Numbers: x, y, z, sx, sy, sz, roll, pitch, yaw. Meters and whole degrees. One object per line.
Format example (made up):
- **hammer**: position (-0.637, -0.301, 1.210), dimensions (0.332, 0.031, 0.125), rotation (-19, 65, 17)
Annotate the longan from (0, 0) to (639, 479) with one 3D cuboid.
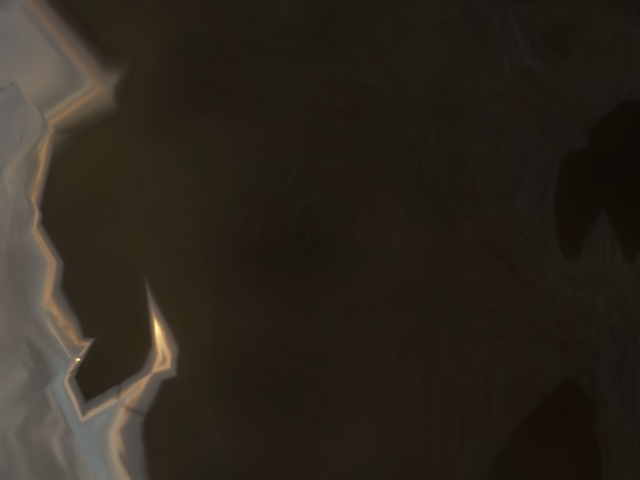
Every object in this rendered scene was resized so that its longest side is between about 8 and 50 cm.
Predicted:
- **longan**: position (0.000, 0.000, 0.601), dimensions (0.391, 0.391, 0.391), rotation (1, -92, -50)
